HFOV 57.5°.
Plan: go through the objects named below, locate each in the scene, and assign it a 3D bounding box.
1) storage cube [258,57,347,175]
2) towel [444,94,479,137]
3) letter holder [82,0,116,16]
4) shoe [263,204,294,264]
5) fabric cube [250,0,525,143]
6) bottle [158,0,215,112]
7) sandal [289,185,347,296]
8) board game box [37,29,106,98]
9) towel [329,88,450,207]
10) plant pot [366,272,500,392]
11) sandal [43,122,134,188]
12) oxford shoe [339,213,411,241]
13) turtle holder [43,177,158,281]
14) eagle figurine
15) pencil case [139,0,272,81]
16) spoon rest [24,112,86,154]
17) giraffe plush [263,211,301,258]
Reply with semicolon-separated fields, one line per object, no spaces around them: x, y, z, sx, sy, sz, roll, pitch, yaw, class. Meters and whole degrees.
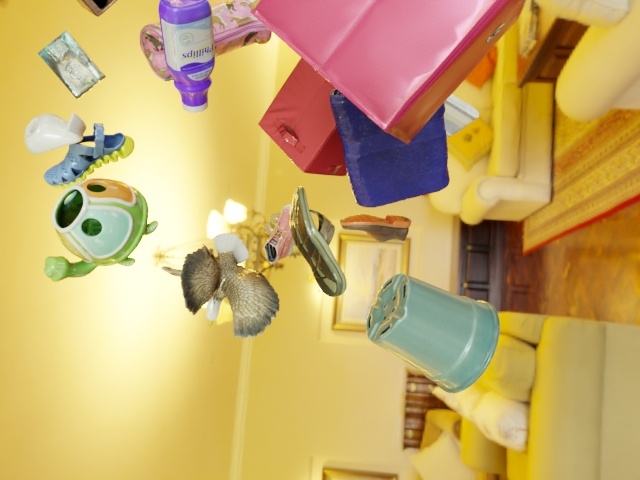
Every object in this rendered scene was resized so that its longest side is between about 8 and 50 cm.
0.011;-0.282;1.361;0.193;0.183;0.215;-52;-25;24;storage cube
0.339;-0.389;1.851;0.285;0.209;0.034;-30;38;61;towel
-0.517;-0.667;1.374;0.152;0.214;0.302;51;175;-35;letter holder
-0.113;-0.014;1.680;0.081;0.064;0.177;-37;-33;-48;shoe
0.108;-0.323;0.844;0.258;0.259;0.254;-49;-7;13;fabric cube
-0.310;-0.439;1.388;0.118;0.092;0.282;-29;-34;-28;bottle
0.000;0.002;1.458;0.302;0.086;0.120;64;154;20;sandal
-0.826;-0.584;1.943;0.186;0.126;0.026;52;-178;-12;board game box
0.155;-0.220;1.248;0.076;0.228;0.308;-98;-6;-48;towel
0.357;0.292;1.967;0.341;0.334;0.341;-55;18;27;plant pot
-0.790;-0.291;1.943;0.126;0.317;0.138;58;180;39;sandal
0.197;-0.038;2.115;0.097;0.272;0.098;-120;35;-65;oxford shoe
-0.666;-0.044;1.698;0.227;0.320;0.243;28;-143;-61;turtle holder
-0.243;0.112;1.434;0.298;0.226;0.225;8;117;68;eagle figurine
-0.309;-0.577;1.636;0.386;0.167;0.160;-37;-5;-36;pencil case
-0.788;-0.322;1.736;0.084;0.277;0.137;33;-114;-49;spoon rest
-0.118;-0.019;2.362;0.170;0.182;0.210;59;159;17;giraffe plush
